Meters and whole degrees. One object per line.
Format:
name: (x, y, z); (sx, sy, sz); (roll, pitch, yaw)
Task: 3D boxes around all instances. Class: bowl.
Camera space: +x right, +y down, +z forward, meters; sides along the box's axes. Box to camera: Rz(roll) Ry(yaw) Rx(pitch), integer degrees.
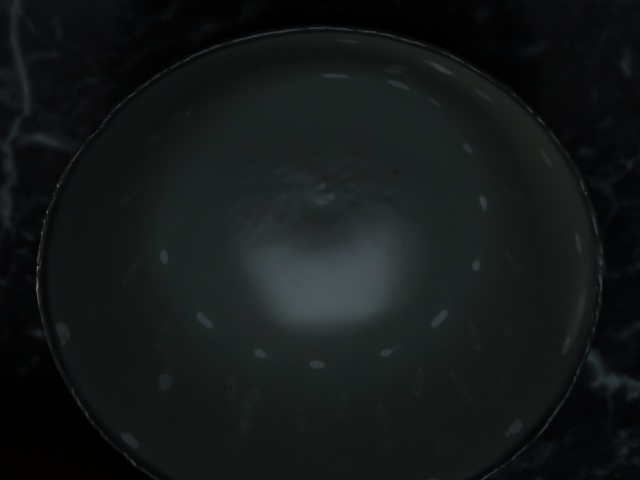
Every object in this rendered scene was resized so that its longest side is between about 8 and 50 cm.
bowl: (0.000, 0.000, 0.952); (0.337, 0.157, 0.337); (0, 117, -1)

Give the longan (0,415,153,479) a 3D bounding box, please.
longan: (-0.187, 0.271, 1.003); (0.319, 0.319, 0.318); (0, 117, 0)
